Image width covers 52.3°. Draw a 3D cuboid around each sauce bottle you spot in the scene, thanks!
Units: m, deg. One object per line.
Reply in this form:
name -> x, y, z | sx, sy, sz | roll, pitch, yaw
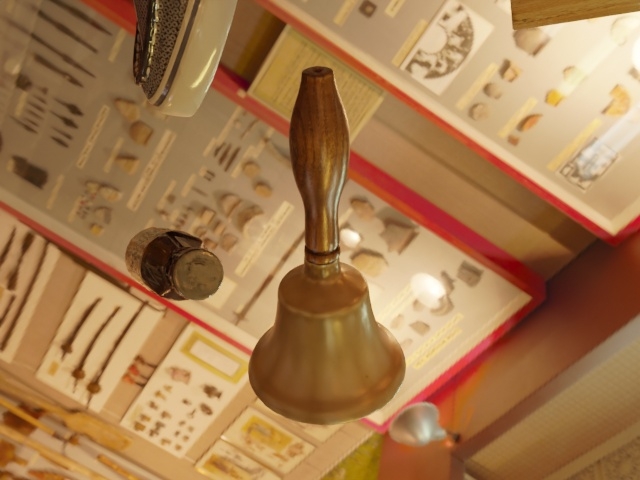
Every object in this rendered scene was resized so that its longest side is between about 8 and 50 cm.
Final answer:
sauce bottle -> -0.085, 0.013, 0.378 | 0.042, 0.042, 0.128 | -59, -158, -13

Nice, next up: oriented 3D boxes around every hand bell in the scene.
hand bell -> 0.000, 0.000, 0.454 | 0.126, 0.126, 0.242 | -70, 161, -54

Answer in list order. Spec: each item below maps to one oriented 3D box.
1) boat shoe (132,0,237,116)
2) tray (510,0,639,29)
boat shoe -> -0.129, -0.259, 0.430 | 0.127, 0.158, 0.340 | 46, -53, 57
tray -> 0.342, -0.281, 0.459 | 0.076, 0.411, 0.202 | 55, 35, -59
